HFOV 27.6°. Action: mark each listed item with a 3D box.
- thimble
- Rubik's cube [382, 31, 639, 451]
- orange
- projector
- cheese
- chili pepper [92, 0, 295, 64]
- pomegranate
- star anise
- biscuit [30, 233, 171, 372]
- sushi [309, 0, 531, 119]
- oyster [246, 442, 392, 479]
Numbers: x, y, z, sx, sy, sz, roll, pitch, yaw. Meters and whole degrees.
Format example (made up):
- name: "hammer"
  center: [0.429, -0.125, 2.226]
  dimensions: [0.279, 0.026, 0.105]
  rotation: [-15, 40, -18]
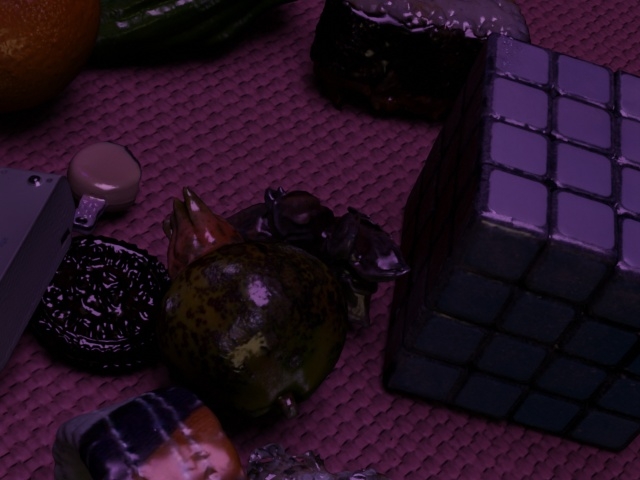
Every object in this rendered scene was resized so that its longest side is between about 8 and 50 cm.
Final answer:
- name: "thimble"
  center: [-0.165, 0.272, 1.311]
  dimensions: [0.150, 0.237, 0.237]
  rotation: [-18, 60, -26]
- name: "Rubik's cube"
  center: [0.295, 0.006, 1.609]
  dimensions: [0.337, 0.344, 0.344]
  rotation: [16, 49, -5]
- name: "orange"
  center: [-0.412, -0.299, 1.656]
  dimensions: [0.274, 0.274, 0.274]
  rotation: [10, 49, -12]
- name: "projector"
  center: [-0.414, 0.018, 1.462]
  dimensions: [0.198, 0.108, 0.250]
  rotation: [9, 47, 13]
- name: "cheese"
  center: [-0.271, -0.062, 1.637]
  dimensions: [0.092, 0.048, 0.171]
  rotation: [2, 38, -14]
- name: "chili pepper"
  center: [-0.171, -0.363, 1.869]
  dimensions: [0.385, 0.213, 0.167]
  rotation: [-25, 106, -13]
- name: "pomegranate"
  center: [-0.106, 0.081, 1.495]
  dimensions: [0.276, 0.222, 0.204]
  rotation: [27, 82, 21]
- name: "star anise"
  center: [0.004, 0.002, 1.608]
  dimensions: [0.212, 0.282, 0.129]
  rotation: [34, 81, -18]
- name: "biscuit"
  center: [-0.258, 0.072, 1.546]
  dimensions: [0.194, 0.053, 0.195]
  rotation: [10, 48, -12]
- name: "sushi"
  center: [0.157, -0.290, 1.924]
  dimensions: [0.343, 0.182, 0.196]
  rotation: [9, 44, -14]
- name: "oyster"
  center: [0.032, 0.326, 1.404]
  dimensions: [0.267, 0.112, 0.198]
  rotation: [20, 48, -7]
